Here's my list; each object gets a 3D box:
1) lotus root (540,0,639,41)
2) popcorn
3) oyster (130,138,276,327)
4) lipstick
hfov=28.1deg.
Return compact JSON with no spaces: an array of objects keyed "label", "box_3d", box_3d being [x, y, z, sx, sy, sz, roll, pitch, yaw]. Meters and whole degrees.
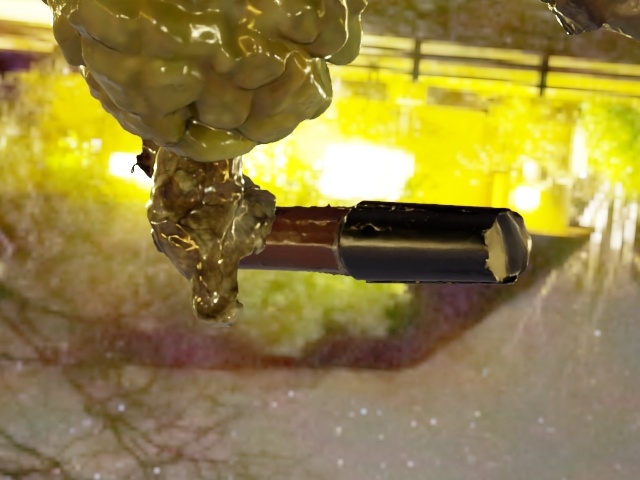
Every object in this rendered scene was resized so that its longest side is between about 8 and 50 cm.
[{"label":"lotus root","box_3d":[0.120,-0.155,0.587,0.078,0.183,0.203,-34,-158,10]},{"label":"popcorn","box_3d":[-0.075,-0.163,0.748,0.181,0.235,0.217,-25,-161,-3]},{"label":"oyster","box_3d":[-0.102,-0.107,1.001,0.111,0.204,0.396,-9,-154,-6]},{"label":"lipstick","box_3d":[0.000,0.000,1.195,0.418,0.077,0.077,2,-178,39]}]
